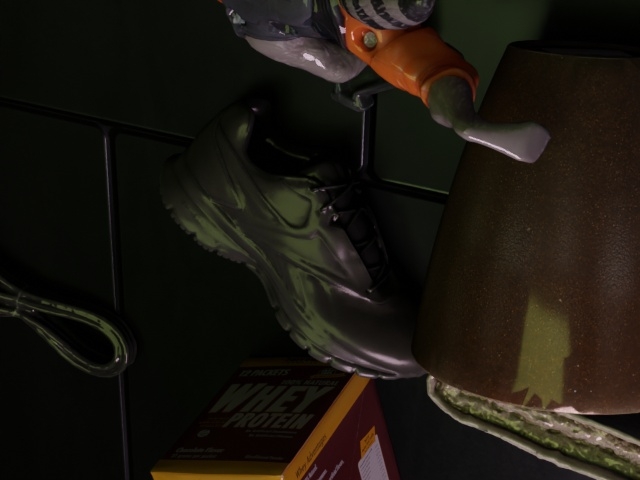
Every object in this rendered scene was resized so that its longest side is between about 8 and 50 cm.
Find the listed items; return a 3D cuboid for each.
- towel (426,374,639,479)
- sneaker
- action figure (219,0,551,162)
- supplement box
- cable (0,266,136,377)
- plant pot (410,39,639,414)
[{"bbox_3d":[0.229,0.147,1.009,0.282,0.187,0.049,22,99,15],"label":"towel"},{"bbox_3d":[0.000,0.000,1.089,0.286,0.109,0.130,41,121,-2],"label":"sneaker"},{"bbox_3d":[0.016,-0.225,0.887,0.330,0.178,0.341,19,123,47],"label":"action figure"},{"bbox_3d":[-0.026,0.233,1.173,0.129,0.191,0.194,-3,115,27],"label":"supplement box"},{"bbox_3d":[-0.314,0.049,1.315,0.287,0.072,0.140,10,104,7],"label":"cable"},{"bbox_3d":[0.180,-0.023,0.940,0.215,0.215,0.231,9,106,22],"label":"plant pot"}]
